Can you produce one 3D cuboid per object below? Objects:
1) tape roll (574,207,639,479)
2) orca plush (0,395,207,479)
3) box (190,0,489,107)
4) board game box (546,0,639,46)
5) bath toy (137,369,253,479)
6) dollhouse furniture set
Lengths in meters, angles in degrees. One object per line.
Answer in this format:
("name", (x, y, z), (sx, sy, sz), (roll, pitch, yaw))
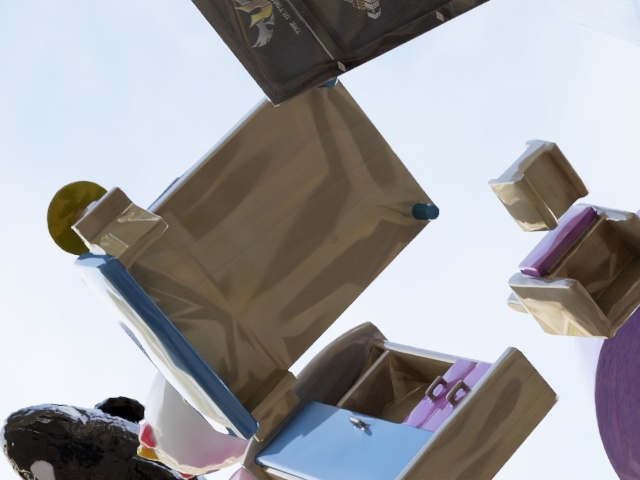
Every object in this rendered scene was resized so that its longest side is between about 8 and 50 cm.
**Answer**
("tape roll", (0.322, 0.082, 1.408), (0.275, 0.090, 0.274), (-1, -69, -3))
("orca plush", (-0.150, 0.236, 1.763), (0.102, 0.151, 0.287), (-3, -48, 53))
("box", (-0.012, -0.189, 0.870), (0.183, 0.056, 0.231), (-24, -65, 35))
("board game box", (0.221, -0.273, 1.323), (0.079, 0.253, 0.336), (22, 4, 9))
("bath toy", (-0.047, 0.231, 1.420), (0.151, 0.348, 0.129), (-3, -40, -29))
("dollhouse furniture set", (0.000, 0.000, 1.254), (0.303, 0.286, 0.198), (50, -18, -22))
